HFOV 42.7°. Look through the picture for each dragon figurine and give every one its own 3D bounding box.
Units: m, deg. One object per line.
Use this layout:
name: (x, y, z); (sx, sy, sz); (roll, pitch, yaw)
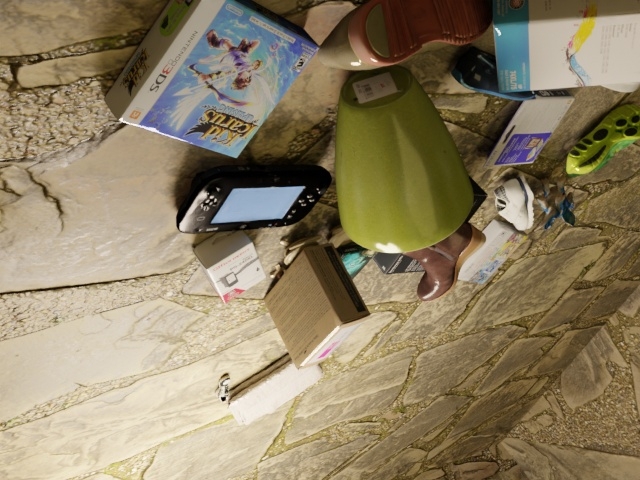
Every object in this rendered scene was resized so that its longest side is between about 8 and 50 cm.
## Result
dragon figurine: (0.651, -0.081, 2.253); (0.085, 0.289, 0.144); (-10, 124, 26)

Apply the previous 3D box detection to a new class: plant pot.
plant pot: (0.136, -0.174, 1.559); (0.275, 0.275, 0.293); (-31, 134, -11)

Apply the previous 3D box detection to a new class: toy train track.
toy train track: (-0.077, 0.062, 1.860); (0.083, 0.014, 0.048); (-32, 149, -11)

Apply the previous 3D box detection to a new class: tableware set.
tableware set: (0.000, 0.000, 1.832); (0.194, 0.039, 0.128); (-21, 156, -20)

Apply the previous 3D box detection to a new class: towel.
towel: (-0.122, 0.397, 2.229); (0.282, 0.049, 0.187); (-32, 150, -10)

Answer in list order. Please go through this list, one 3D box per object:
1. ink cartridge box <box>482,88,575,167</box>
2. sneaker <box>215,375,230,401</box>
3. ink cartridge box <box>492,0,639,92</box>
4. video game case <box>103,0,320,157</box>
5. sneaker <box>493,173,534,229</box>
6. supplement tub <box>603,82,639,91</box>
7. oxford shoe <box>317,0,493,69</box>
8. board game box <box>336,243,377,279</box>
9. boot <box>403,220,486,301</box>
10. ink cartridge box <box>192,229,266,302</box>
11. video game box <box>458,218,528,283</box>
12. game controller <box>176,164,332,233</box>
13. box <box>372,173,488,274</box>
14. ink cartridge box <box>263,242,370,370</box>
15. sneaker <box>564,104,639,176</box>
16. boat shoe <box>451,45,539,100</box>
ink cartridge box: (0.492, -0.271, 1.978); (0.208, 0.045, 0.206); (-10, 140, -40)
sneaker: (-0.242, 0.379, 2.090); (0.032, 0.037, 0.083); (-12, 140, -34)
ink cartridge box: (0.453, -0.411, 1.479); (0.270, 0.198, 0.197); (-2, 152, 15)
video game case: (-0.163, -0.263, 1.286); (0.244, 0.061, 0.269); (-49, 148, 20)
sneaker: (0.523, -0.094, 2.230); (0.095, 0.090, 0.235); (-24, 146, 3)
supplement tub: (0.651, -0.488, 1.674); (0.228, 0.228, 0.316); (-11, 141, -37)
oxford shoe: (0.155, -0.386, 1.424); (0.397, 0.140, 0.146); (-24, -168, -40)
board game box: (0.052, 0.067, 1.952); (0.126, 0.026, 0.186); (-10, 152, -39)
boot: (0.257, 0.041, 1.948); (0.207, 0.090, 0.248); (14, 125, -39)
ink cartridge box: (-0.184, 0.047, 1.677); (0.109, 0.063, 0.150); (-32, 149, -10)
video game box: (0.490, 0.035, 2.387); (0.187, 0.048, 0.205); (14, 123, -51)
game controller: (-0.124, -0.079, 1.569); (0.319, 0.067, 0.166); (-5, 136, -42)
box: (0.252, -0.044, 1.976); (0.184, 0.103, 0.261); (-4, 136, -47)
ink cartridge box: (-0.013, 0.149, 1.825); (0.088, 0.193, 0.234); (-12, 155, -37)
sneaker: (0.781, -0.274, 2.248); (0.295, 0.109, 0.123); (-32, 171, -12)
boat shoe: (0.390, -0.351, 1.708); (0.258, 0.109, 0.089); (-8, 135, -44)
